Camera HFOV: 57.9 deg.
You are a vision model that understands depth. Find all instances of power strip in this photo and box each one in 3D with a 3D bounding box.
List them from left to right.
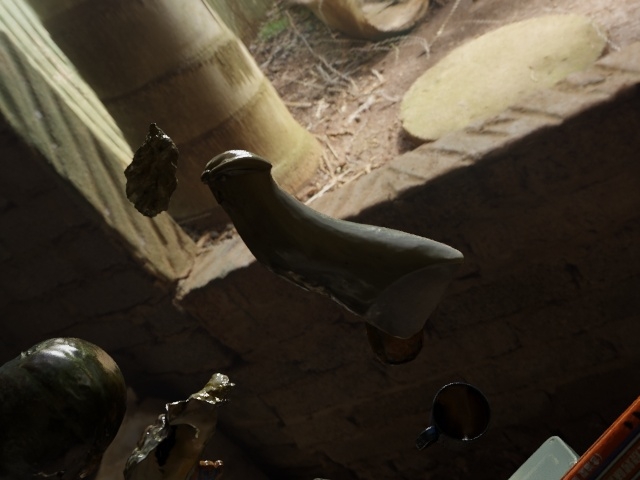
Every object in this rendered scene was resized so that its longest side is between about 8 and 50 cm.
[{"bbox_3d":[0.455,0.533,1.186,0.229,0.141,0.261,-47,-1,5],"label":"power strip"}]

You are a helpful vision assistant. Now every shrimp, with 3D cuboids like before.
[{"bbox_3d":[0.146,0.128,1.202,0.117,0.262,0.066,-6,0,-1],"label":"shrimp"}]

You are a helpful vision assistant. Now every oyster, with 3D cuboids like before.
[{"bbox_3d":[-0.390,-0.160,1.382,0.072,0.132,0.209,-11,53,55],"label":"oyster"},{"bbox_3d":[-0.249,0.343,0.975,0.275,0.100,0.271,-63,-7,-16],"label":"oyster"}]

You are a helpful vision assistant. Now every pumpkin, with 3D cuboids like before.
[{"bbox_3d":[-0.687,0.453,1.434,0.454,0.344,0.454,-44,-1,-1],"label":"pumpkin"}]

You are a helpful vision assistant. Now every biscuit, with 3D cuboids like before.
[{"bbox_3d":[-0.389,0.645,1.528,0.280,0.183,0.043,-10,28,-29],"label":"biscuit"}]

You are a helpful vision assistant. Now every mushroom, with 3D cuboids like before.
[{"bbox_3d":[-0.001,-0.001,0.878,0.126,0.397,0.177,-73,7,-56],"label":"mushroom"}]

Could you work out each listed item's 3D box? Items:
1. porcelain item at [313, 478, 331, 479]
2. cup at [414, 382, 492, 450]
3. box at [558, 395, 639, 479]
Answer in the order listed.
[{"bbox_3d":[0.083,0.588,1.332,0.084,0.213,0.054,-30,46,57],"label":"porcelain item"},{"bbox_3d":[0.266,0.369,1.193,0.150,0.138,0.114,-4,61,4],"label":"cup"},{"bbox_3d":[0.471,0.432,0.777,0.349,0.257,0.318,-48,59,4],"label":"box"}]
